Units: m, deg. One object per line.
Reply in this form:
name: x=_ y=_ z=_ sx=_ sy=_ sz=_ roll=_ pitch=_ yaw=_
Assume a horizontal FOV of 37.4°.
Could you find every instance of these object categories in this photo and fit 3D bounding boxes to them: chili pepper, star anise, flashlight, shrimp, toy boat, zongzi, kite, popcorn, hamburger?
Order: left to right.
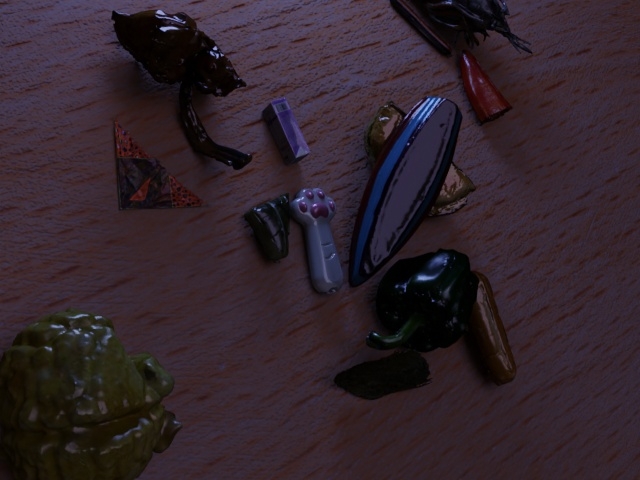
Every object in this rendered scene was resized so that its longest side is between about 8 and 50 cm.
popcorn: x=-0.334 y=0.235 z=1.330 sx=0.270 sy=0.224 sz=0.258 roll=38 pitch=50 yaw=-8
kite: x=-0.301 y=-0.094 z=1.593 sx=0.222 sy=0.008 sz=0.125 roll=44 pitch=56 yaw=-12
star anise: x=-0.218 y=-0.276 z=1.622 sx=0.346 sy=0.148 sz=0.237 roll=57 pitch=11 yaw=-2
zongzi: x=-0.069 y=-0.023 z=1.692 sx=0.119 sy=0.055 sz=0.109 roll=-28 pitch=92 yaw=-47
flashlight: x=0.000 y=0.000 z=1.728 sx=0.093 sy=0.047 sz=0.200 roll=-3 pitch=74 yaw=-33
toy boat: x=0.153 y=-0.089 z=1.757 sx=0.136 sy=0.079 sz=0.392 roll=28 pitch=80 yaw=-7
hamburger: x=0.182 y=-0.142 z=1.860 sx=0.262 sy=0.124 sz=0.131 roll=44 pitch=80 yaw=-6
chili pepper: x=0.183 y=0.129 z=1.734 sx=0.261 sy=0.173 sz=0.165 roll=-54 pitch=129 yaw=-35
shrimp: x=0.312 y=-0.530 z=2.058 sx=0.372 sy=0.137 sz=0.172 roll=40 pitch=53 yaw=-14
chili pepper: x=0.349 y=-0.344 z=2.066 sx=0.088 sy=0.065 sz=0.169 roll=-22 pitch=82 yaw=-37

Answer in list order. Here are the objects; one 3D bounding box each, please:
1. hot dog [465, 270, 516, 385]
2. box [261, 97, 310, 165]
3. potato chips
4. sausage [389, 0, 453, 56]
hot dog: x=0.318 y=0.164 z=1.858 sx=0.102 sy=0.076 sz=0.249 roll=-2 pitch=73 yaw=-72
box: x=-0.064 y=-0.202 z=1.756 sx=0.036 sy=0.050 sz=0.117 roll=-23 pitch=88 yaw=-29
potato chips: x=0.119 y=0.238 z=1.680 sx=0.209 sy=0.142 sz=0.026 roll=28 pitch=26 yaw=-43
sausage: x=0.217 y=-0.467 z=2.044 sx=0.198 sy=0.025 sz=0.028 roll=41 pitch=25 yaw=-15
